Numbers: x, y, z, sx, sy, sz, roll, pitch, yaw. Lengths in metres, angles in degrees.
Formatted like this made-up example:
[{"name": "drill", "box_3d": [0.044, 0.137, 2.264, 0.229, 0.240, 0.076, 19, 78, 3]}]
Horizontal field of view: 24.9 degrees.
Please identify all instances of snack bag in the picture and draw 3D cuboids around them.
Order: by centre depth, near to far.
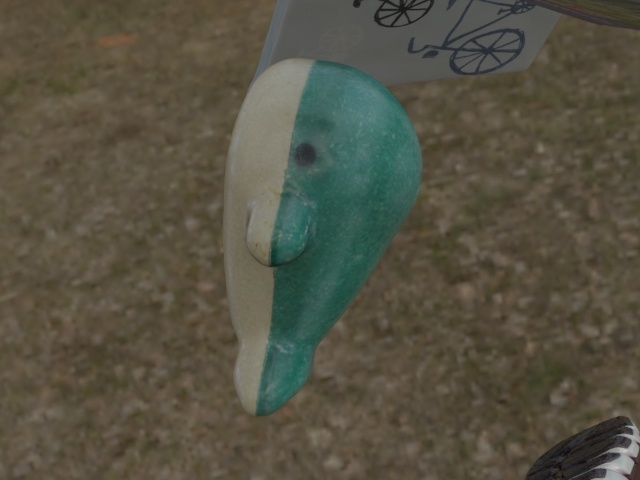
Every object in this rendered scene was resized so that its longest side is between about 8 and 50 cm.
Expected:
[{"name": "snack bag", "box_3d": [0.102, -0.240, 1.444, 0.342, 0.037, 0.323, -10, -22, -16]}]

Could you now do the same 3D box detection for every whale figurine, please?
[{"name": "whale figurine", "box_3d": [0.000, 0.000, 1.109, 0.141, 0.272, 0.216, 7, 2, 6]}]

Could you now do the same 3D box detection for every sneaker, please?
[{"name": "sneaker", "box_3d": [0.247, 0.271, 1.235, 0.106, 0.162, 0.281, -27, 8, 24]}]

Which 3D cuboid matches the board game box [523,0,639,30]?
[{"name": "board game box", "box_3d": [-0.008, -0.125, 0.388, 0.318, 0.066, 0.318, 15, 8, -9]}]
